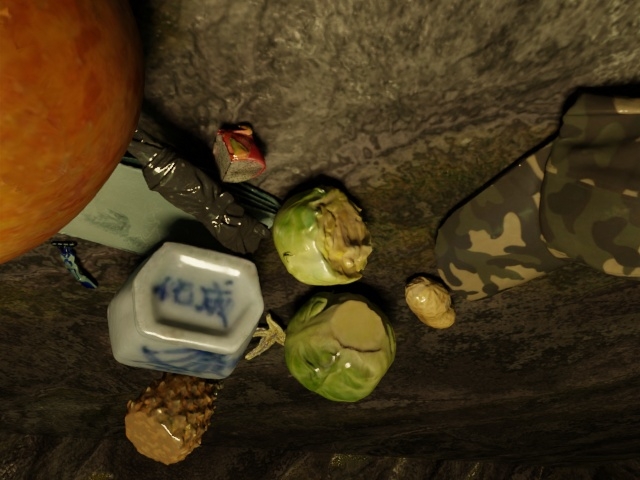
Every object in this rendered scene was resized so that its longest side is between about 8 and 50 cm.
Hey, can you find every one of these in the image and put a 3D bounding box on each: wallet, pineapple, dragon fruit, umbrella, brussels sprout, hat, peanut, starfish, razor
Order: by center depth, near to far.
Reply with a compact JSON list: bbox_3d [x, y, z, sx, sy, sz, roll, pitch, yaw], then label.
[{"bbox_3d":[-0.159,-0.058,0.536,0.066,0.059,0.235,-46,133,0],"label":"umbrella"},{"bbox_3d":[-0.103,-0.112,0.549,0.060,0.056,0.083,-10,164,-25],"label":"dragon fruit"},{"bbox_3d":[0.370,0.013,0.595,0.366,0.257,0.382,25,118,-25],"label":"hat"},{"bbox_3d":[-0.005,-0.001,0.623,0.122,0.149,0.151,-15,129,42],"label":"brussels sprout"},{"bbox_3d":[-0.243,-0.037,0.653,0.290,0.054,0.251,20,144,-33],"label":"wallet"},{"bbox_3d":[-0.458,0.057,0.800,0.044,0.028,0.155,2,142,-2],"label":"razor"},{"bbox_3d":[0.225,0.127,0.841,0.080,0.080,0.174,-20,142,25],"label":"peanut"},{"bbox_3d":[0.038,0.207,0.852,0.243,0.244,0.244,1,143,0],"label":"brussels sprout"},{"bbox_3d":[-0.281,0.322,0.954,0.169,0.340,0.169,5,111,14],"label":"pineapple"},{"bbox_3d":[-0.107,0.221,0.986,0.208,0.053,0.176,0,142,-3],"label":"starfish"}]

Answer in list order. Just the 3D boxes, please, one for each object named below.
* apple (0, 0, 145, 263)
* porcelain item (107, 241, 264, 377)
[{"bbox_3d":[-0.349,-0.134,0.294,0.399,0.334,0.400,3,142,2],"label":"apple"},{"bbox_3d":[-0.231,0.132,0.724,0.242,0.179,0.405,16,154,-18],"label":"porcelain item"}]
